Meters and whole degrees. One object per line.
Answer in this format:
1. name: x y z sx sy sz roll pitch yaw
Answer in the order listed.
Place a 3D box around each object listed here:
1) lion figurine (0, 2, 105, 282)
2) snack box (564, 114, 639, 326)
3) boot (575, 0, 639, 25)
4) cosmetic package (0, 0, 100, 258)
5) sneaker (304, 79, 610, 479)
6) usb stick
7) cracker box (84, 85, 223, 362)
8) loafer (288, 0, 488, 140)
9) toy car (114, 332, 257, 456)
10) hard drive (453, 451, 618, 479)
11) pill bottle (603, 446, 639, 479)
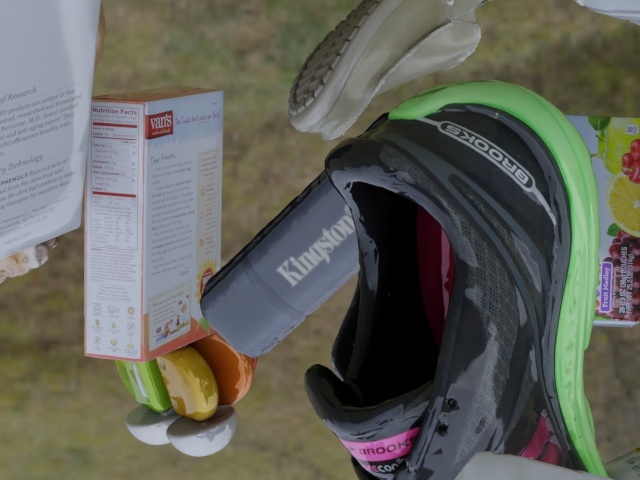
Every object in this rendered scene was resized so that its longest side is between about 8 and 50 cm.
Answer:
1. lion figurine: -0.285 -0.166 1.857 0.142 0.392 0.240 12 152 21
2. snack box: 0.233 -0.020 1.814 0.175 0.207 0.070 4 172 3
3. boot: 0.241 -0.135 1.136 0.095 0.123 0.258 -37 -162 -1
4. cosmetic package: -0.292 -0.183 1.446 0.197 0.365 0.155 27 -146 32
5. sneaker: 0.087 0.141 1.195 0.202 0.482 0.185 -9 -179 -32
6. usb stick: 0.000 0.000 1.400 0.278 0.077 0.045 -43 176 40
7. cracker box: -0.149 -0.019 1.636 0.067 0.232 0.156 6 -170 22
8. loafer: 0.074 -0.166 1.440 0.092 0.268 0.102 45 149 -11
9. toy car: -0.139 0.129 1.900 0.136 0.159 0.182 -29 -160 -33
10. hard drive: 0.146 0.238 0.528 0.233 0.353 0.047 16 135 -12
11. pill bottle: 0.314 0.171 1.290 0.215 0.117 0.117 -24 162 -7
